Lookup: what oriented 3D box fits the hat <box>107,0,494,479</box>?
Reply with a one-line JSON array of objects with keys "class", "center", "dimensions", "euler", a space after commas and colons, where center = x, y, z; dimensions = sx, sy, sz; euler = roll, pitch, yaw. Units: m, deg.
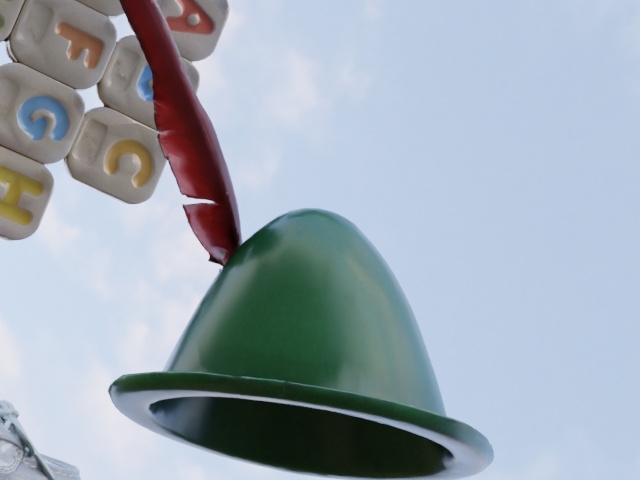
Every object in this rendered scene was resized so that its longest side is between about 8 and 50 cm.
[{"class": "hat", "center": [0.000, 0.000, 0.667], "dimensions": [0.173, 0.208, 0.183], "euler": [3, -110, 18]}]

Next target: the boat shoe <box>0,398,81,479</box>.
[{"class": "boat shoe", "center": [-0.322, 0.142, 1.181], "dimensions": [0.320, 0.103, 0.118], "euler": [30, -10, -26]}]

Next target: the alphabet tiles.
[{"class": "alphabet tiles", "center": [-0.206, -0.151, 0.986], "dimensions": [0.278, 0.284, 0.021], "euler": [26, -11, -24]}]
